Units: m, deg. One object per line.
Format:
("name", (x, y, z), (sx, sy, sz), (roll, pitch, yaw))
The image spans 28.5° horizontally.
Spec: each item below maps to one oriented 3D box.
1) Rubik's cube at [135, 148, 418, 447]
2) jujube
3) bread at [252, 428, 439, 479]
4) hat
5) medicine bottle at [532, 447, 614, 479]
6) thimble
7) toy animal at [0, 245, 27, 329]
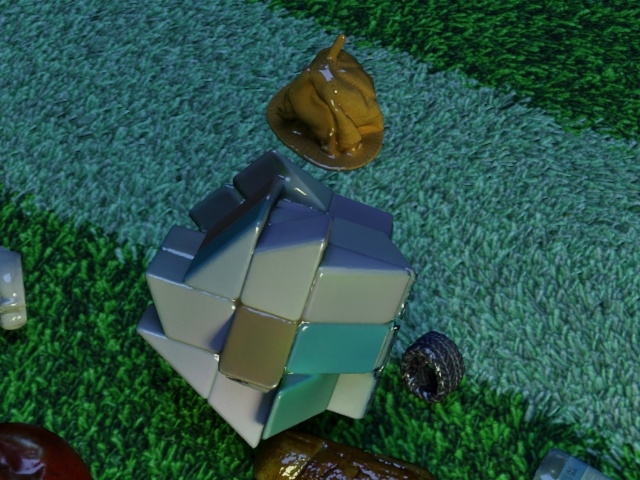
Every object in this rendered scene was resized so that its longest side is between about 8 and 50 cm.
("Rubik's cube", (-0.062, 0.075, 1.867), (0.368, 0.387, 0.358), (18, 24, -1))
("jujube", (-0.402, 0.371, 1.636), (0.223, 0.318, 0.223), (5, 49, -5))
("bread", (0.070, 0.361, 1.873), (0.344, 0.084, 0.124), (16, 52, 4))
("hat", (0.027, -0.299, 2.325), (0.234, 0.233, 0.244), (19, 51, 6))
("medicine bottle", (0.424, 0.398, 1.916), (0.208, 0.053, 0.090), (30, 51, 14))
("thimble", (0.179, 0.202, 2.009), (0.095, 0.104, 0.066), (38, 47, 17))
("toy animal", (-0.557, 0.071, 1.991), (0.193, 0.127, 0.178), (1, 48, -7))
